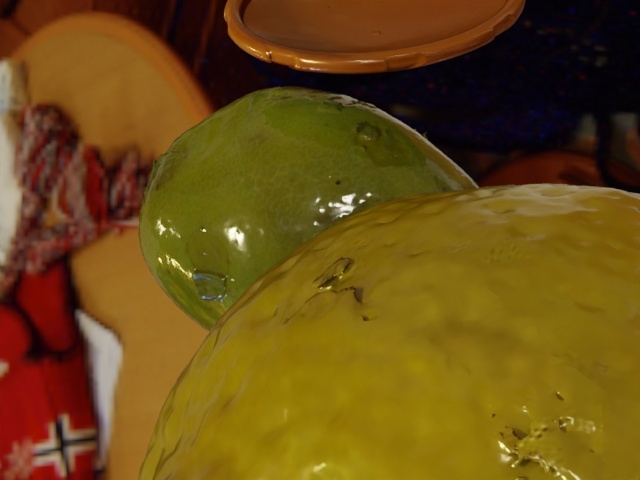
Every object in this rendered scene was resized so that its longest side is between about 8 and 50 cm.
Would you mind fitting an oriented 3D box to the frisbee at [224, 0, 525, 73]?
[{"bbox_3d":[0.034,-0.143,0.916,0.192,0.192,0.035,38,141,47],"label":"frisbee"}]

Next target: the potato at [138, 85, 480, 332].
[{"bbox_3d":[0.000,0.000,0.922,0.253,0.148,0.186,10,111,20],"label":"potato"}]

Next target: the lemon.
[{"bbox_3d":[0.090,0.133,0.533,0.336,0.336,0.336,-4,85,53],"label":"lemon"}]
